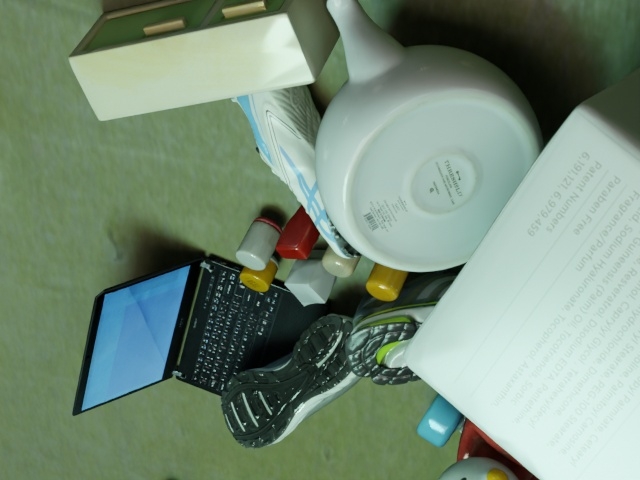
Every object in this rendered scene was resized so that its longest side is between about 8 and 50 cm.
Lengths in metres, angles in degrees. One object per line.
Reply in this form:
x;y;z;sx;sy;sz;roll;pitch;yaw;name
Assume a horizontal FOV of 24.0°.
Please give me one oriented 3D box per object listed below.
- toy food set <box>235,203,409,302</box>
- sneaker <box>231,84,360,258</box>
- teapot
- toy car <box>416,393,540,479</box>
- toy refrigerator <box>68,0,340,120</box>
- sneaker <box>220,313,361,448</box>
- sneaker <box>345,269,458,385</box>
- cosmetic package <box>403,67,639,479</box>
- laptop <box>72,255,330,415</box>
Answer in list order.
0.000;0.000;1.770;0.232;0.104;0.111;0;144;43;toy food set
-0.017;-0.086;1.672;0.086;0.085;0.237;-22;98;47;sneaker
0.102;-0.101;1.576;0.253;0.187;0.256;9;118;-22;teapot
0.207;0.280;1.777;0.219;0.238;0.210;33;136;6;toy car
-0.127;-0.212;1.618;0.269;0.102;0.094;-7;125;26;toy refrigerator
-0.019;0.179;1.883;0.271;0.108;0.100;-36;72;33;sneaker
0.175;0.078;1.742;0.300;0.121;0.111;-6;126;1;sneaker
0.363;0.074;1.414;0.394;0.329;0.327;40;122;14;cosmetic package
-0.152;0.151;1.901;0.264;0.136;0.234;21;133;3;laptop
